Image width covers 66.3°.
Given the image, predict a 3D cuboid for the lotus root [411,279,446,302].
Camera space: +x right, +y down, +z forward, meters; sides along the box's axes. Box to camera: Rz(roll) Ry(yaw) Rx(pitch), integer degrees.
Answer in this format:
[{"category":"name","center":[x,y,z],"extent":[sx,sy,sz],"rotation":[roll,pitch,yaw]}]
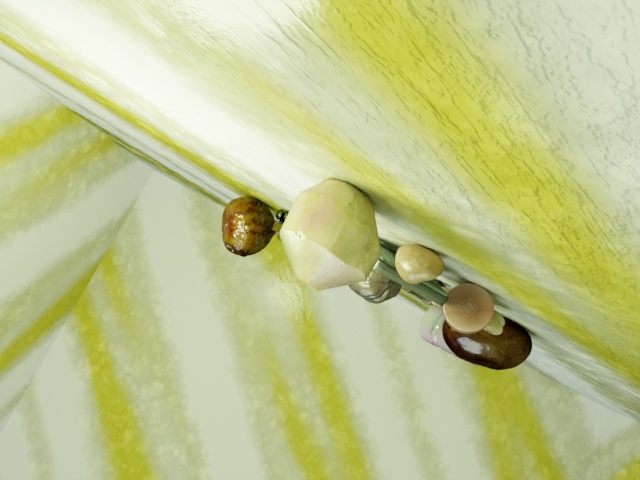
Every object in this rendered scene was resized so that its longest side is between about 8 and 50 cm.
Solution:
[{"category":"lotus root","center":[0.411,0.184,1.820],"extent":[0.113,0.088,0.192],"rotation":[39,170,-30]}]

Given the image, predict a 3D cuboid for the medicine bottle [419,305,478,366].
[{"category":"medicine bottle","center":[0.683,0.467,2.436],"extent":[0.212,0.212,0.326],"rotation":[32,172,-38]}]

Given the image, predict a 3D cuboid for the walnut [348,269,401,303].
[{"category":"walnut","center":[0.201,0.133,1.845],"extent":[0.224,0.224,0.224],"rotation":[28,175,3]}]

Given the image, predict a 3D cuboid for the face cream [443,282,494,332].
[{"category":"face cream","center":[0.456,0.212,1.516],"extent":[0.149,0.149,0.104],"rotation":[26,174,19]}]

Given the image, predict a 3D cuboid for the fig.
[{"category":"fig","center":[-0.277,-0.075,2.301],"extent":[0.369,0.286,0.286],"rotation":[-7,-169,-26]}]

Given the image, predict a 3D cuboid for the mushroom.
[{"category":"mushroom","center":[0.654,0.392,1.927],"extent":[0.346,0.238,0.345],"rotation":[2,174,0]}]

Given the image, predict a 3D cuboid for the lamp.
[{"category":"lamp","center":[0.247,0.084,1.530],"extent":[0.269,0.047,0.266],"rotation":[29,-169,-18]}]

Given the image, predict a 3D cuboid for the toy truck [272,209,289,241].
[{"category":"toy truck","center":[-0.102,-0.041,2.077],"extent":[0.127,0.127,0.257],"rotation":[34,169,-38]}]

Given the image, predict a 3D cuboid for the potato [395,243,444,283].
[{"category":"potato","center":[0.266,0.065,1.342],"extent":[0.112,0.112,0.147],"rotation":[33,169,-39]}]

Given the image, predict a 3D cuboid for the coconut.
[{"category":"coconut","center":[0.026,-0.003,1.143],"extent":[0.259,0.259,0.259],"rotation":[28,175,3]}]

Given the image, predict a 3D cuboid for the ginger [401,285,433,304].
[{"category":"ginger","center":[0.469,0.235,2.041],"extent":[0.334,0.081,0.148],"rotation":[25,177,-38]}]

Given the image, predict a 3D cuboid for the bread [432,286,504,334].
[{"category":"bread","center":[0.500,0.222,1.648],"extent":[0.251,0.038,0.182],"rotation":[27,-152,19]}]
